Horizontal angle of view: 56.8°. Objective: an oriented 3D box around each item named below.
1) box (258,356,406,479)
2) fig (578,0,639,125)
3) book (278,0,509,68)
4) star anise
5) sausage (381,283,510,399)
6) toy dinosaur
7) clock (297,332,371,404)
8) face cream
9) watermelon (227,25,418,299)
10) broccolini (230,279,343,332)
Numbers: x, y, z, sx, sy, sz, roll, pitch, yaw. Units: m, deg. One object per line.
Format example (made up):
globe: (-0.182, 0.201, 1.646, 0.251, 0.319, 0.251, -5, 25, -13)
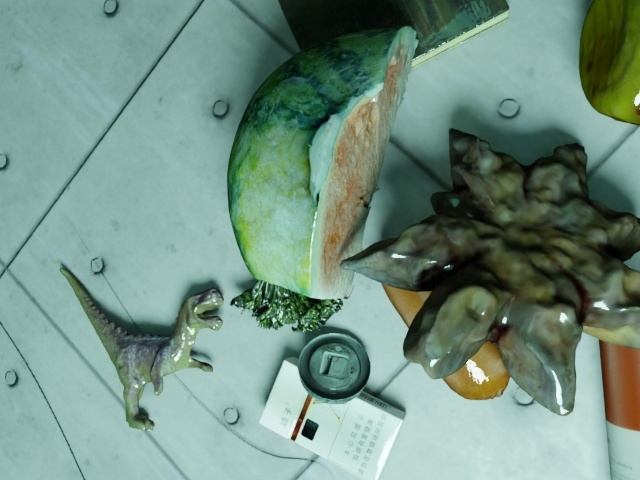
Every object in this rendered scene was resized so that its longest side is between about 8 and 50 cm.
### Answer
box: (0.014, 0.207, 0.693, 0.154, 0.040, 0.084, 23, 97, 15)
fig: (0.312, -0.176, 0.546, 0.154, 0.144, 0.166, -28, 70, -5)
book: (0.076, -0.270, 0.679, 0.228, 0.024, 0.160, -25, 83, 16)
star anise: (0.176, 0.008, 0.563, 0.315, 0.108, 0.316, 0, 62, -1)
sausage: (0.132, 0.083, 0.638, 0.076, 0.076, 0.198, -35, 81, 15)
toy dinosaur: (-0.241, 0.139, 0.771, 0.251, 0.072, 0.200, -1, 80, 29)
clock: (0.016, 0.146, 0.678, 0.085, 0.017, 0.085, 1, 52, -1)
face cream: (0.326, 0.194, 0.566, 0.095, 0.096, 0.214, -5, 89, 17)
watermelon: (0.004, -0.099, 0.613, 0.224, 0.180, 0.305, 17, 88, 58)
broccolini: (0.003, -0.008, 0.693, 0.123, 0.062, 0.272, 28, 96, 6)
